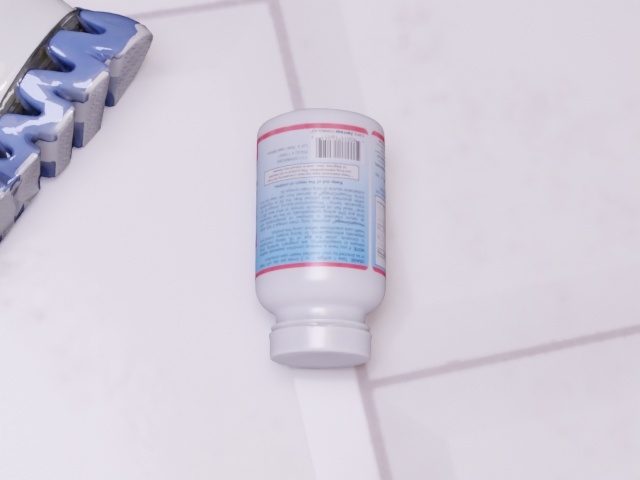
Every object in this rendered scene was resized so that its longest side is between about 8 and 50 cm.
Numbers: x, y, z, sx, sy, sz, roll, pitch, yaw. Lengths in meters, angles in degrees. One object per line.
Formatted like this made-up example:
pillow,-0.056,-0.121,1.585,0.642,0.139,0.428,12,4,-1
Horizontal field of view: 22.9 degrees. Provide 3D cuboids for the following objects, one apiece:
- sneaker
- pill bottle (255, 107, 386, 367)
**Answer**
sneaker,-0.270,-0.068,0.999,0.182,0.127,0.315,36,65,4
pill bottle,0.000,0.000,1.042,0.087,0.087,0.160,3,75,-10
